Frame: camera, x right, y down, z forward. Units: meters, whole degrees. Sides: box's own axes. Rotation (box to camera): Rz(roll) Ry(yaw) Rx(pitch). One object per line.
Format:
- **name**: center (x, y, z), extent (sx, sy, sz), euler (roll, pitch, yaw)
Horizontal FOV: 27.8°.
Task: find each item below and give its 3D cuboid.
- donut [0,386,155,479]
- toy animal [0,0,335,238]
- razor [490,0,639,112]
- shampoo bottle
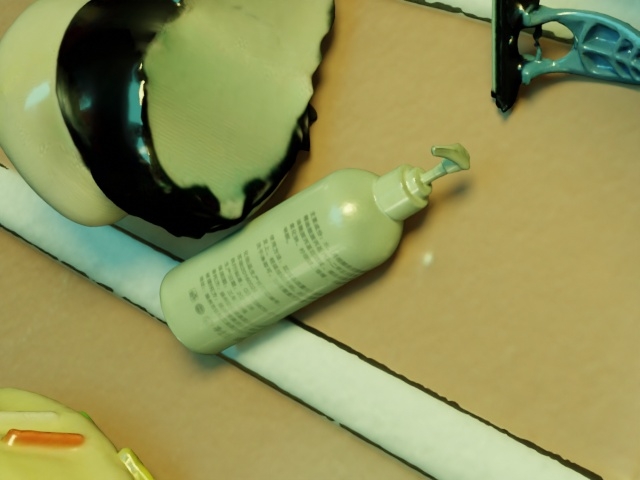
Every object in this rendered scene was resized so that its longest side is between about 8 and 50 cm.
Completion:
- **donut**: center (-0.206, 0.253, 0.730), extent (0.307, 0.150, 0.371), euler (-34, 60, 29)
- **toy animal**: center (-0.095, -0.085, 0.727), extent (0.179, 0.138, 0.166), euler (2, 41, 42)
- **razor**: center (0.174, -0.055, 0.553), extent (0.253, 0.042, 0.082), euler (33, 144, 38)
- **shampoo bottle**: center (0.000, 0.000, 0.676), extent (0.195, 0.056, 0.056), euler (-29, 64, 31)
